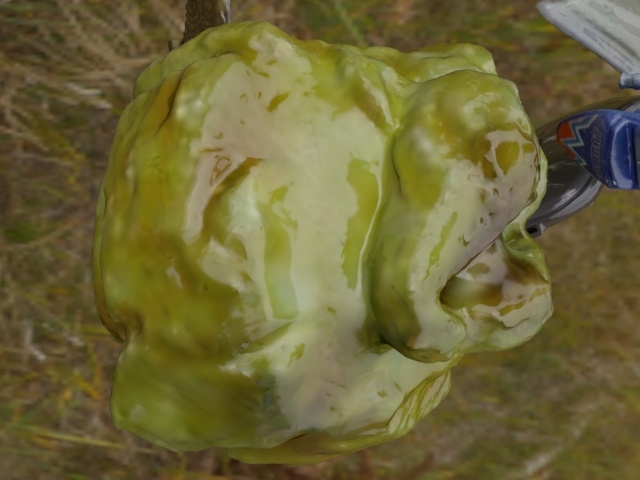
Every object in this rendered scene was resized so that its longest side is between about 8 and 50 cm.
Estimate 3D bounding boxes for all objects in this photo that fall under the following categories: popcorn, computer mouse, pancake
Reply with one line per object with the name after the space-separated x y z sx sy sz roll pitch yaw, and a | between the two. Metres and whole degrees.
0.005 0.003 0.958 0.276 0.276 0.225 48 31 -42 | popcorn
0.201 -0.070 1.396 0.057 0.120 0.232 61 36 -11 | computer mouse
-0.136 -0.256 1.853 0.020 0.184 0.190 -4 102 -22 | pancake

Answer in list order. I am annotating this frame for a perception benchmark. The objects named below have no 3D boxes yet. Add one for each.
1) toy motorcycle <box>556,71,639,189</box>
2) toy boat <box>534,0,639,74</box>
0.206 -0.030 0.755 0.114 0.205 0.076 -24 125 -22 | toy motorcycle
0.270 -0.124 1.273 0.293 0.111 0.276 45 12 -14 | toy boat
